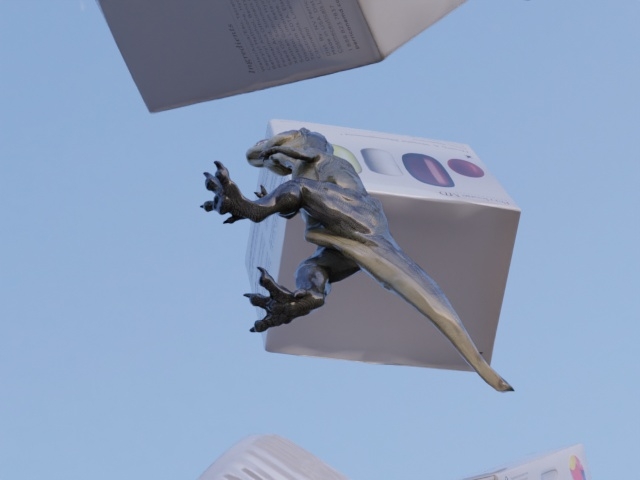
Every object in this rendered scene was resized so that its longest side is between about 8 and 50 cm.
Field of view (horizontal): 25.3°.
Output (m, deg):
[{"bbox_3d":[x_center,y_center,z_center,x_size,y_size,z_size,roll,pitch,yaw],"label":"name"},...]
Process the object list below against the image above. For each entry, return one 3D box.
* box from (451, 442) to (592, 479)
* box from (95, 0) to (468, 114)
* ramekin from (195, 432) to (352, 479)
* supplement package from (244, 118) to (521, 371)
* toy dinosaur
[{"bbox_3d":[0.123,0.207,0.746,0.038,0.186,0.145,-15,-7,26],"label":"box"},{"bbox_3d":[-0.011,-0.139,0.705,0.170,0.130,0.091,-6,-65,45],"label":"box"},{"bbox_3d":[-0.057,0.240,1.062,0.207,0.109,0.207,-48,-13,-15],"label":"ramekin"},{"bbox_3d":[0.046,-0.001,1.231,0.194,0.203,0.149,6,-72,-10],"label":"supplement package"},{"bbox_3d":[0.000,0.000,0.849,0.118,0.268,0.064,-6,-50,-31],"label":"toy dinosaur"}]
